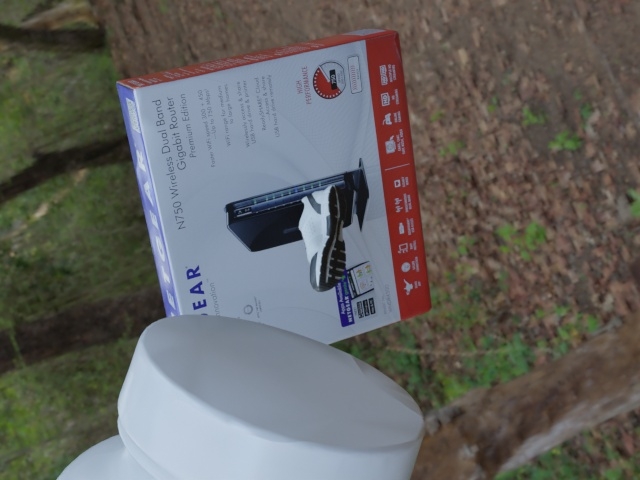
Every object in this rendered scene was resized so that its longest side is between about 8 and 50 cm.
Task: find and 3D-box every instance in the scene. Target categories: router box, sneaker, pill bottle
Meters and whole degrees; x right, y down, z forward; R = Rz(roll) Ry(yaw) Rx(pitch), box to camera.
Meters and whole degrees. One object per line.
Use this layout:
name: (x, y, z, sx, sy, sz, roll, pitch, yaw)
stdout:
router box: (-0.040, -0.040, 1.070, 0.082, 0.301, 0.336, 31, 134, 61)
sneaker: (0.000, 0.000, 0.959, 0.040, 0.043, 0.109, 29, -121, -49)
pill bottle: (-0.081, 0.266, 0.591, 0.229, 0.229, 0.408, 40, 115, 62)
